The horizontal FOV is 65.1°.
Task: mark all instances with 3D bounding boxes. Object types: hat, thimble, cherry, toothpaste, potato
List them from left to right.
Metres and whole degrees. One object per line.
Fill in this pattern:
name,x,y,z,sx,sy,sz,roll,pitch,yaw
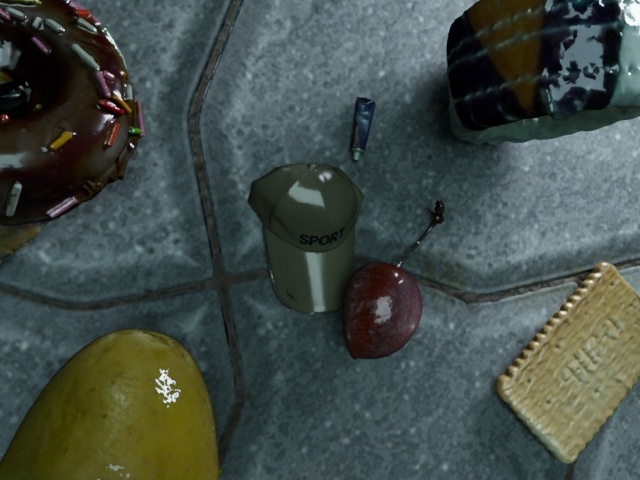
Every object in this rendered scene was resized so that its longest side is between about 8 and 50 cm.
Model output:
potato,-0.189,0.170,0.507,0.203,0.178,0.158,7,69,12
hat,0.000,0.000,0.585,0.147,0.085,0.175,-8,88,-14
toothpaste,0.051,-0.141,0.637,0.027,0.019,0.083,9,84,12
cherry,0.090,0.039,0.601,0.107,0.090,0.226,40,68,-43
thimble,0.268,-0.199,0.583,0.237,0.237,0.150,-5,91,-13

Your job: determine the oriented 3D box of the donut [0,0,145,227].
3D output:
donut,-0.307,-0.138,0.477,0.269,0.103,0.270,8,64,-16

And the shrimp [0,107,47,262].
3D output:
shrimp,-0.412,-0.019,0.504,0.317,0.077,0.168,-38,87,-16

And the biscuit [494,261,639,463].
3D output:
biscuit,0.362,0.164,0.689,0.250,0.030,0.160,-45,97,-11
